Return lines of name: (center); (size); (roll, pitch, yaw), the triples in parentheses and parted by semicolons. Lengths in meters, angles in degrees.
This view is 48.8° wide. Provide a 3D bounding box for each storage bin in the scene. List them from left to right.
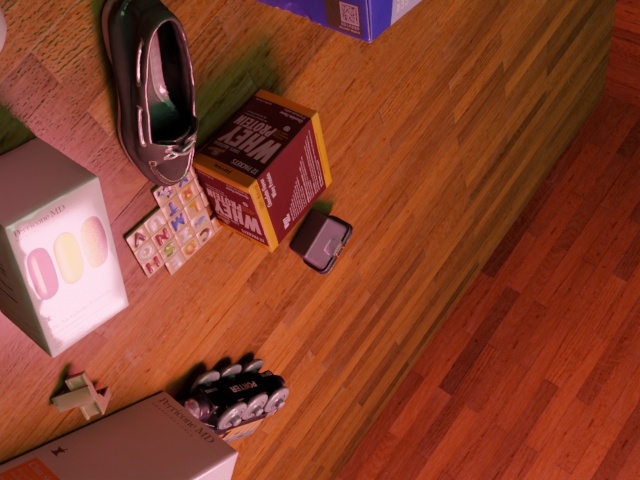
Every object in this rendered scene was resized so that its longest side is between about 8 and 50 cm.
storage bin: (0.000, 0.000, 1.609); (0.091, 0.098, 0.135); (30, 91, -52)

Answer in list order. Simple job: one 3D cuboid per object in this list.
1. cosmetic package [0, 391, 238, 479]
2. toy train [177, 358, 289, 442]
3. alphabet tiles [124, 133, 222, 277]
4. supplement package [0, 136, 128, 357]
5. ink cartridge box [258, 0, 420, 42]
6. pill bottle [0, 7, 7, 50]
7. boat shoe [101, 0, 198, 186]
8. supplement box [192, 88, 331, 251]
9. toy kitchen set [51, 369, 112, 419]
cosmetic package: (-0.392, 0.466, 1.268); (0.453, 0.230, 0.161); (-17, 131, -53)
toy train: (-0.210, 0.384, 1.603); (0.190, 0.142, 0.334); (-54, 157, 18)
alphabet tiles: (-0.238, -0.047, 1.249); (0.237, 0.009, 0.198); (-47, 150, -23)
supplement package: (-0.370, 0.012, 0.950); (0.139, 0.134, 0.244); (-39, 147, -34)
ink cartridge box: (0.047, -0.449, 1.033); (0.395, 0.270, 0.151); (-45, 148, -26)
pill bottle: (-0.407, -0.285, 0.496); (0.224, 0.224, 0.392); (-44, 150, -26)
boat shoe: (-0.230, -0.193, 1.019); (0.112, 0.096, 0.335); (-41, 148, -30)
supplement box: (-0.097, -0.123, 1.259); (0.194, 0.129, 0.191); (-51, 152, -24)
toy kitchen set: (-0.422, 0.264, 1.240); (0.068, 0.075, 0.083); (-20, 108, 2)
